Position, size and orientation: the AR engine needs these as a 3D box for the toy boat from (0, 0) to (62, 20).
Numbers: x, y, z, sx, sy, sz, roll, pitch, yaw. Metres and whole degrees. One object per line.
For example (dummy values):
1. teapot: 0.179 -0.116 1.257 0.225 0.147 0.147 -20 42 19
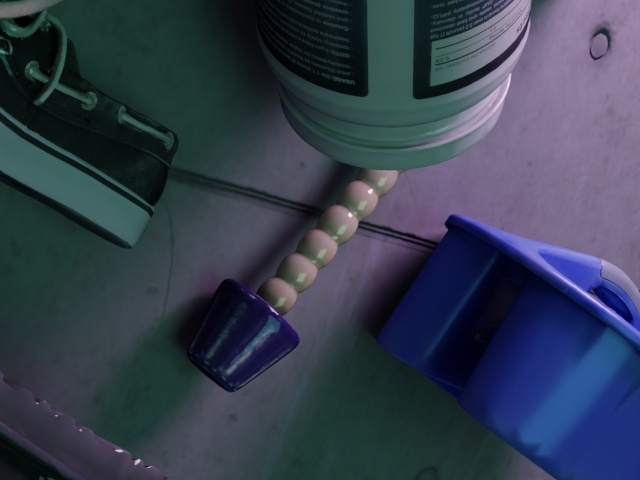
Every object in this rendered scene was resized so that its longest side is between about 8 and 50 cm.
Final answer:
1. toy boat: -0.193 -0.269 0.645 0.318 0.148 0.267 57 43 -29

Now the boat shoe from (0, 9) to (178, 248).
1. boat shoe: -0.192 -0.098 0.782 0.306 0.113 0.105 35 79 -46

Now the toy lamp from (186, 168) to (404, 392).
1. toy lamp: 0.000 0.000 1.012 0.274 0.080 0.080 -51 133 -14

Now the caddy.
1. caddy: 0.214 0.102 1.125 0.179 0.241 0.341 -54 134 -1

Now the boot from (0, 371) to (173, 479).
1. boot: -0.316 0.257 0.702 0.367 0.146 0.445 36 69 -26

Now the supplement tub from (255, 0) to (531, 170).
1. supplement tub: 0.047 -0.198 0.846 0.191 0.191 0.272 -34 147 -24
